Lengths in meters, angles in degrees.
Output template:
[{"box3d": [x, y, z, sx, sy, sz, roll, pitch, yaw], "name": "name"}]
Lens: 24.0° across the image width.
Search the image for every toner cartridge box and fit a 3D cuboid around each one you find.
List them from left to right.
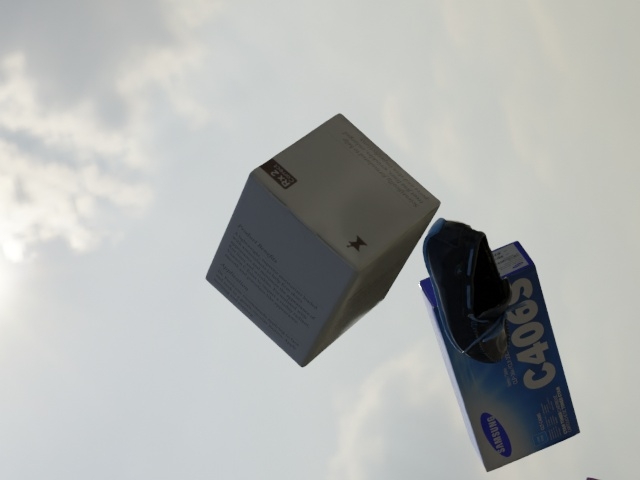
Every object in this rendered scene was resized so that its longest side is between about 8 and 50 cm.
[{"box3d": [0.275, 0.180, 2.281, 0.075, 0.165, 0.348, -115, 3, -56], "name": "toner cartridge box"}]

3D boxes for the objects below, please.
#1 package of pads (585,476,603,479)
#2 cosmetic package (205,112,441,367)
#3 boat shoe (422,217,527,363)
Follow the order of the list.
[{"box3d": [0.360, 0.355, 1.977, 0.032, 0.050, 0.083, 51, -124, -44], "name": "package of pads"}, {"box3d": [0.000, 0.000, 1.578, 0.151, 0.183, 0.151, 42, -131, 12], "name": "cosmetic package"}, {"box3d": [0.208, 0.081, 1.988, 0.109, 0.089, 0.258, -62, -38, -26], "name": "boat shoe"}]
